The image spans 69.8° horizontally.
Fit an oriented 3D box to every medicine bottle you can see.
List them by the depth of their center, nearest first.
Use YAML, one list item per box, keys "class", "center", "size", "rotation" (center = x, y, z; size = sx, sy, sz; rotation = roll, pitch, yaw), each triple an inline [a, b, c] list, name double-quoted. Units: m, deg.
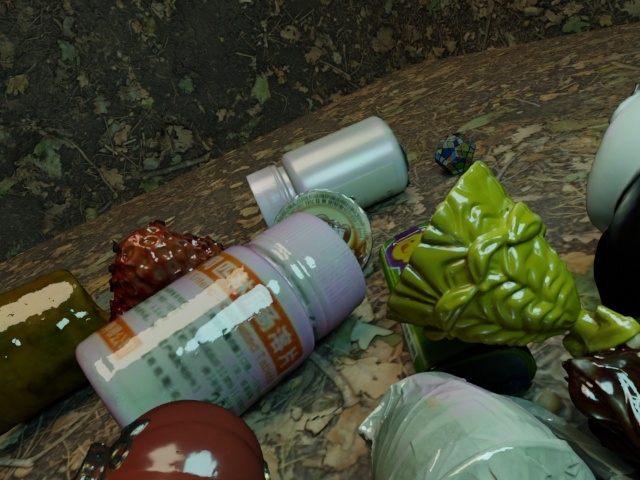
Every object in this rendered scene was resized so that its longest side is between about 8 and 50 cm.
- class: "medicine bottle"
  center: [-0.129, 0.132, 0.695]
  size: [0.389, 0.219, 0.219]
  rotation: [-34, 26, -27]
- class: "medicine bottle"
  center: [0.020, -0.156, 1.182]
  size: [0.379, 0.213, 0.213]
  rotation: [-24, 23, -5]

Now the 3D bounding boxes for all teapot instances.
- class: "teapot"
  center: [0.146, 0.189, 0.406]
  size: [0.222, 0.163, 0.178]
  rotation: [-24, 19, -6]

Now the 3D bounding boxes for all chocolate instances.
- class: "chocolate"
  center: [0.002, 0.008, 0.951]
  size: [0.222, 0.221, 0.147]
  rotation: [-24, -5, -3]

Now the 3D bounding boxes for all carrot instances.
- class: "carrot"
  center: [-0.556, 0.206, 0.893]
  size: [0.341, 0.241, 0.242]
  rotation: [-30, 24, -28]

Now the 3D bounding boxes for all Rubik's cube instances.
- class: "Rubik's cube"
  center: [0.350, -0.226, 1.193]
  size: [0.111, 0.093, 0.111]
  rotation: [-19, 22, 8]

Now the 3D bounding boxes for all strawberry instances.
- class: "strawberry"
  center: [-0.234, 0.096, 0.837]
  size: [0.254, 0.280, 0.150]
  rotation: [-21, 56, -38]

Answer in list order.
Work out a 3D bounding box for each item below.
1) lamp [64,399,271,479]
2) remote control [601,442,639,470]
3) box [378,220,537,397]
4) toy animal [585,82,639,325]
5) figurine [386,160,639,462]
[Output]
- class: "lamp"
  center: [-0.149, 0.264, 0.434]
  size: [0.227, 0.226, 0.226]
  rotation: [-19, 24, 9]
- class: "remote control"
  center: [0.313, 0.198, 0.420]
  size: [0.096, 0.014, 0.039]
  rotation: [-6, 28, 31]
- class: "box"
  center: [0.176, 0.090, 0.672]
  size: [0.134, 0.097, 0.345]
  rotation: [-27, 23, 10]
- class: "toy animal"
  center: [0.425, -0.045, 0.489]
  size: [0.251, 0.251, 0.309]
  rotation: [-7, 56, 32]
- class: "figurine"
  center: [0.236, 0.086, 0.418]
  size: [0.315, 0.187, 0.168]
  rotation: [35, 17, 21]
